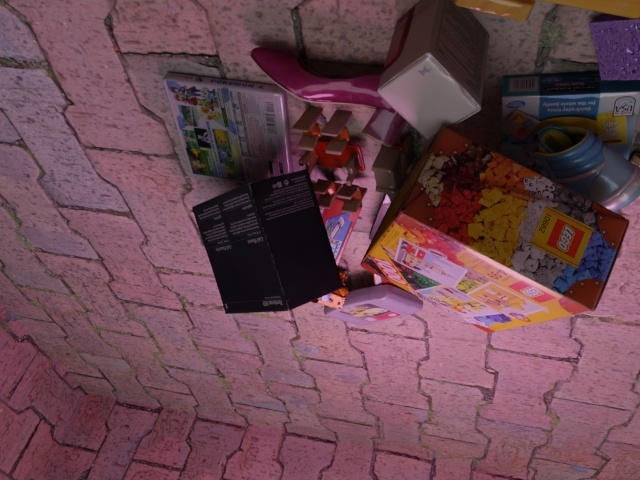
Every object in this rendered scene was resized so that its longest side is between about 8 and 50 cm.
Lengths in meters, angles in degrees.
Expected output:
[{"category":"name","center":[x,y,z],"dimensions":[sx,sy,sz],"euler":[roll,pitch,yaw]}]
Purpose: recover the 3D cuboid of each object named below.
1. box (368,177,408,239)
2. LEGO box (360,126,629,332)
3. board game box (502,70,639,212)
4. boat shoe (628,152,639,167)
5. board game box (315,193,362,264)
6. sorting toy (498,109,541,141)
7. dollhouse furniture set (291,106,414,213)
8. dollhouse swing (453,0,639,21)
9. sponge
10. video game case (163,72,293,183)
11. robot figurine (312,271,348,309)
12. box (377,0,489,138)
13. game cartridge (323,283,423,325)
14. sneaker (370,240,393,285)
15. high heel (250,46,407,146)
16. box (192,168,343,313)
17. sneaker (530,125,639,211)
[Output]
[{"category":"box","center":[0.245,-0.062,1.572],"dimensions":[0.183,0.056,0.231],"euler":[17,142,0]},{"category":"LEGO box","center":[0.319,0.013,1.248],"dimensions":[0.373,0.193,0.500],"euler":[28,166,3]},{"category":"board game box","center":[0.525,-0.200,1.272],"dimensions":[0.254,0.079,0.336],"euler":[2,140,19]},{"category":"boat shoe","center":[0.761,-0.145,1.266],"dimensions":[0.190,0.068,0.072],"euler":[12,130,6]},{"category":"board game box","center":[0.000,0.000,1.663],"dimensions":[0.145,0.027,0.281],"euler":[20,114,-3]},{"category":"sorting toy","center":[0.404,-0.226,1.210],"dimensions":[0.062,0.012,0.083],"euler":[22,143,-5]},{"category":"dollhouse furniture set","center":[0.083,-0.201,1.435],"dimensions":[0.259,0.135,0.262],"euler":[12,144,25]},{"category":"dollhouse swing","center":[0.359,-0.528,0.824],"dimensions":[0.305,0.315,0.346],"euler":[-3,144,-10]},{"category":"sponge","center":[0.576,-0.335,1.017],"dimensions":[0.210,0.031,0.117],"euler":[23,145,54]},{"category":"video game case","center":[-0.224,-0.270,1.510],"dimensions":[0.300,0.036,0.329],"euler":[9,143,10]},{"category":"robot figurine","center":[-0.059,0.107,1.813],"dimensions":[0.291,0.211,0.085],"euler":[22,111,-8]},{"category":"box","center":[0.215,-0.333,1.097],"dimensions":[0.149,0.232,0.127],"euler":[38,139,-24]},{"category":"game cartridge","center":[0.158,0.212,1.903],"dimensions":[0.196,0.060,0.294],"euler":[26,147,-33]},{"category":"sneaker","center":[0.216,0.062,1.736],"dimensions":[0.128,0.087,0.221],"euler":[-1,152,10]},{"category":"high heel","center":[0.044,-0.366,1.265],"dimensions":[0.377,0.127,0.181],"euler":[27,112,-6]},{"category":"box","center":[-0.146,0.013,1.521],"dimensions":[0.343,0.179,0.312],"euler":[-11,96,55]},{"category":"sneaker","center":[0.484,-0.129,1.230],"dimensions":[0.208,0.127,0.319],"euler":[42,149,-7]}]
